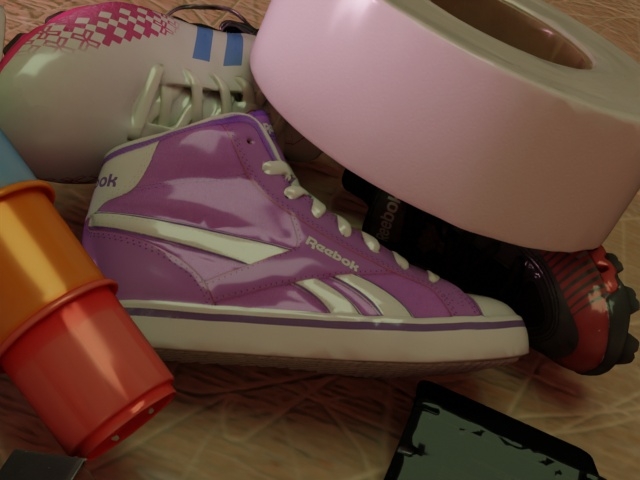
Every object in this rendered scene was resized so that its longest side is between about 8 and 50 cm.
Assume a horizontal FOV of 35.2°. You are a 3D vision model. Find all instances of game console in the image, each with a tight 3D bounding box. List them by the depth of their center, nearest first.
[{"bbox_3d":[0.103,0.145,0.611,0.122,0.071,0.107,23,65,6],"label":"game console"}]

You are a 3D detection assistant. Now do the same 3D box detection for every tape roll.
[{"bbox_3d":[0.097,-0.114,0.692,0.286,0.100,0.286,21,27,-11],"label":"tape roll"}]

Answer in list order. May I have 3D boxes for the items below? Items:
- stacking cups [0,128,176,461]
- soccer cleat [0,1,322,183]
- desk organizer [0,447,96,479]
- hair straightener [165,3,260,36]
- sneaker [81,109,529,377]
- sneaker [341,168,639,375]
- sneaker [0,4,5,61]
[{"bbox_3d":[-0.196,-0.025,0.519,0.096,0.096,0.316,-26,77,-46],"label":"stacking cups"},{"bbox_3d":[-0.078,-0.096,0.701,0.143,0.116,0.331,20,19,22],"label":"soccer cleat"},{"bbox_3d":[-0.140,0.160,0.439,0.047,0.050,0.130,-1,42,31],"label":"desk organizer"},{"bbox_3d":[-0.048,-0.161,0.930,0.230,0.047,0.089,27,35,17],"label":"hair straightener"},{"bbox_3d":[0.000,0.000,0.617,0.282,0.102,0.161,8,75,-17],"label":"sneaker"},{"bbox_3d":[0.108,0.001,0.732,0.135,0.098,0.276,-5,40,-32],"label":"sneaker"},{"bbox_3d":[-0.297,-0.082,0.640,0.169,0.108,0.292,11,37,-17],"label":"sneaker"}]
